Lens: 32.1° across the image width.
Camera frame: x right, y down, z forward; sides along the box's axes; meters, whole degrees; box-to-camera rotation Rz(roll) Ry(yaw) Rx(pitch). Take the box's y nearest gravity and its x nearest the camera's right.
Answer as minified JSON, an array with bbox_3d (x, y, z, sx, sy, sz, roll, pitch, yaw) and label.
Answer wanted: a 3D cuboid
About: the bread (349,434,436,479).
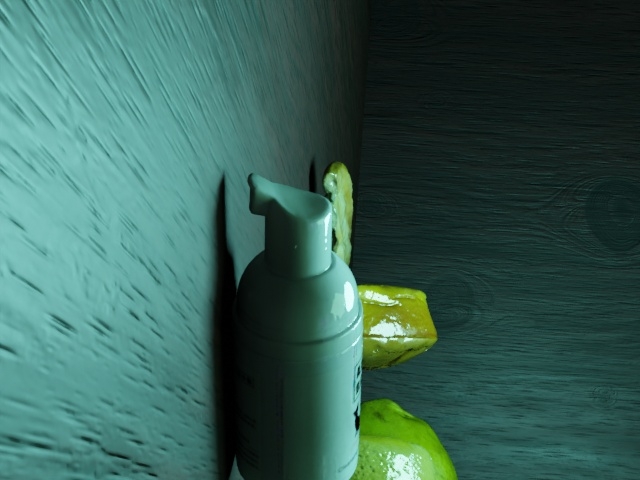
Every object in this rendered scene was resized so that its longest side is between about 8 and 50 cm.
[{"bbox_3d":[0.053,0.399,1.683,0.270,0.270,0.148,87,0,-55],"label":"bread"}]

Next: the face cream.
[{"bbox_3d":[-0.024,0.097,1.196,0.145,0.145,0.370,-79,172,-58],"label":"face cream"}]

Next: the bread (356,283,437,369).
[{"bbox_3d":[0.081,0.158,1.972,0.195,0.269,0.143,-19,-109,47],"label":"bread"}]

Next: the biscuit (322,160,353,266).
[{"bbox_3d":[0.027,-0.011,2.075,0.154,0.045,0.299,-52,147,-65],"label":"biscuit"}]

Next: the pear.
[{"bbox_3d":[0.113,0.519,2.140,0.352,0.352,0.413,82,6,-68],"label":"pear"}]
